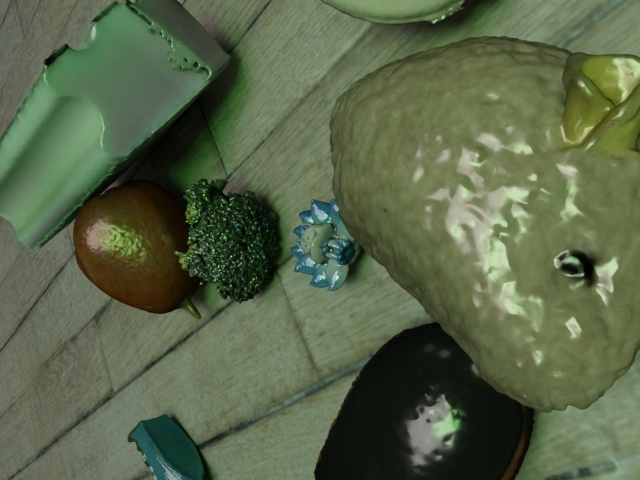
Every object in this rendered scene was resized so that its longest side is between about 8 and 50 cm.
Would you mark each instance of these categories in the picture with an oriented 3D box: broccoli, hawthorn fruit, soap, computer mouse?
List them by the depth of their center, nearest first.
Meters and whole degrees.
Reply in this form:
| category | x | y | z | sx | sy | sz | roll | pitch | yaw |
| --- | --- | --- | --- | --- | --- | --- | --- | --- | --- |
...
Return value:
| category | x | y | z | sx | sy | sz | roll | pitch | yaw |
| --- | --- | --- | --- | --- | --- | --- | --- | --- | --- |
| computer mouse | 0.085 | 0.231 | 0.514 | 0.183 | 0.116 | 0.323 | 39 | 114 | 40 |
| broccoli | -0.137 | -0.001 | 0.711 | 0.154 | 0.167 | 0.160 | -62 | 16 | -18 |
| soap | -0.352 | -0.185 | 0.791 | 0.446 | 0.261 | 0.156 | -30 | 113 | 37 |
| hawthorn fruit | -0.273 | 0.032 | 0.792 | 0.251 | 0.199 | 0.199 | 51 | 122 | 7 |

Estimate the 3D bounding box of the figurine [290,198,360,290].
| category | x | y | z | sx | sy | sz | roll | pitch | yaw |
| --- | --- | --- | --- | --- | --- | --- | --- | --- | --- |
| figurine | 0.000 | 0.000 | 0.610 | 0.114 | 0.079 | 0.114 | 7 | 101 | 41 |

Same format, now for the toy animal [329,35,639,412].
| category | x | y | z | sx | sy | sz | roll | pitch | yaw |
| --- | --- | --- | --- | --- | --- | --- | --- | --- | --- |
| toy animal | 0.135 | -0.054 | 0.425 | 0.226 | 0.188 | 0.358 | -52 | 57 | 15 |

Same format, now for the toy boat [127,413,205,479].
| category | x | y | z | sx | sy | sz | roll | pitch | yaw |
| --- | --- | --- | --- | --- | --- | --- | --- | --- | --- |
| toy boat | -0.247 | 0.375 | 0.820 | 0.185 | 0.075 | 0.077 | 36 | 109 | 30 |

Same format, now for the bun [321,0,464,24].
| category | x | y | z | sx | sy | sz | roll | pitch | yaw |
| --- | --- | --- | --- | --- | --- | --- | --- | --- | --- |
| bun | 0.074 | -0.359 | 0.492 | 0.263 | 0.263 | 0.175 | -54 | 14 | 26 |
